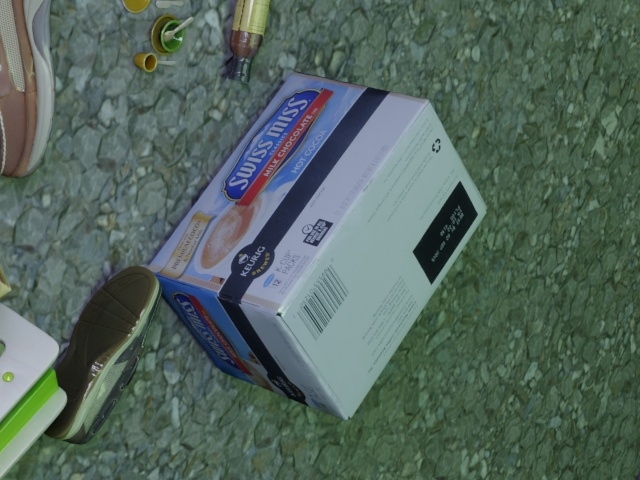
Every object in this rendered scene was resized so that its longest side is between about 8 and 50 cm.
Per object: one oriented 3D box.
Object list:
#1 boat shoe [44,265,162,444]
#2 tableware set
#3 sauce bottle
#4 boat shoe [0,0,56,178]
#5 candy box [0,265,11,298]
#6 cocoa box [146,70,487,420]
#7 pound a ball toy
[{"bbox_3d":[-0.249,0.136,2.031,0.223,0.080,0.073,-61,146,-7],"label":"boat shoe"},{"bbox_3d":[-0.187,-0.270,1.994,0.104,0.024,0.154,-5,108,-50],"label":"tableware set"},{"bbox_3d":[-0.088,-0.256,2.108,0.042,0.042,0.128,1,105,-51],"label":"sauce bottle"},{"bbox_3d":[-0.334,-0.213,1.778,0.116,0.123,0.324,-4,120,-16],"label":"boat shoe"},{"bbox_3d":[-0.428,-0.062,1.616,0.088,0.183,0.316,-33,143,5],"label":"candy box"},{"bbox_3d":[0.000,0.000,2.158,0.347,0.228,0.231,-55,138,-22],"label":"cocoa box"},{"bbox_3d":[-0.416,0.238,1.843,0.319,0.136,0.208,-50,162,-27],"label":"pound a ball toy"}]
